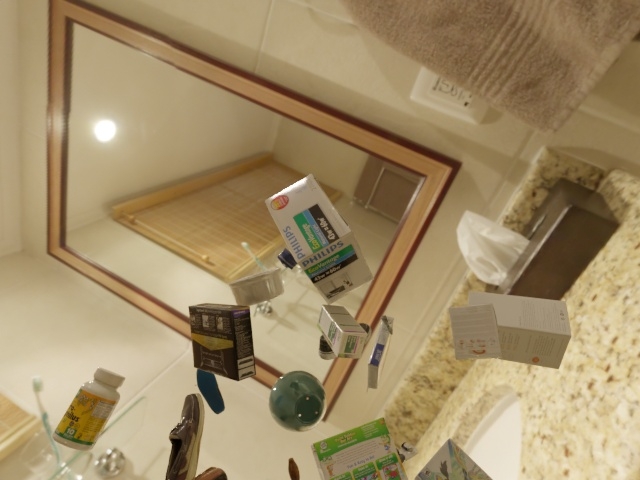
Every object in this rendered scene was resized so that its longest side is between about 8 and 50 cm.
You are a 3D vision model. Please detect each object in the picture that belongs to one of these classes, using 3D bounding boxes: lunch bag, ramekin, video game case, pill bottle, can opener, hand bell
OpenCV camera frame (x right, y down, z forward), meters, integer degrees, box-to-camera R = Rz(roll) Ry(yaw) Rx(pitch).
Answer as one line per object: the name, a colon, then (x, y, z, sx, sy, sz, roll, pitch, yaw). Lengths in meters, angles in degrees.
lunch bag: (-0.147, 0.089, 1.812, 0.065, 0.067, 0.098, -46, -42, 1)
ramekin: (-0.317, 0.239, 2.018, 0.277, 0.278, 0.135, -18, -88, -74)
video game case: (0.610, 1.060, 1.703, 0.300, 0.329, 0.036, -17, -44, -43)
pill bottle: (-0.672, 0.491, 1.177, 0.117, 0.118, 0.208, 92, -161, -66)
can opener: (0.358, 1.033, 1.880, 0.281, 0.074, 0.093, 3, -72, -43)
hand bell: (-0.079, 0.919, 1.461, 0.126, 0.126, 0.241, -15, -89, -75)

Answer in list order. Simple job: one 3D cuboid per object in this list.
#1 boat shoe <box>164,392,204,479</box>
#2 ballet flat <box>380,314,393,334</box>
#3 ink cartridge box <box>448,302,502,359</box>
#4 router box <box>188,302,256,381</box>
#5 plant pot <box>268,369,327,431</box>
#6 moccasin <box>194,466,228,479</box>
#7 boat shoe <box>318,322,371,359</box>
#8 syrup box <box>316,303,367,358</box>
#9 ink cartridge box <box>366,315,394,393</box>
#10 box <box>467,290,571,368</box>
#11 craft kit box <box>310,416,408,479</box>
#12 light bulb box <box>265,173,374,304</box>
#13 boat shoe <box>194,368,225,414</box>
boat shoe: (-0.444, 0.638, 1.295, 0.103, 0.093, 0.284, -37, 43, 38)
ballet flat: (0.358, 0.440, 2.098, 0.041, 0.114, 0.041, -19, -37, -15)
ink cartridge box: (0.512, 0.304, 1.323, 0.045, 0.146, 0.179, 43, -138, -57)
router box: (-0.365, 0.357, 1.452, 0.081, 0.309, 0.242, -5, -90, -45)
plant pot: (-0.088, 0.789, 1.921, 0.290, 0.290, 0.195, -59, 11, -18)
moccasin: (-0.622, 1.188, 1.854, 0.380, 0.147, 0.139, -25, -71, -45)
boat shoe: (0.127, 0.448, 1.881, 0.335, 0.121, 0.118, -18, -65, -44)
syrup box: (0.073, 0.322, 1.438, 0.237, 0.097, 0.093, -138, 58, -67)
ink cartridge box: (0.334, 0.646, 2.231, 0.329, 0.072, 0.324, 84, -155, -43)
box: (0.752, 0.346, 1.561, 0.168, 0.346, 0.214, -65, -28, -44)
craft kit box: (0.125, 0.699, 1.201, 0.250, 0.246, 0.061, -9, -29, -22)
light bulb box: (0.000, 0.000, 1.578, 0.226, 0.357, 0.361, -31, -38, -1)
boat shoe: (-0.549, 0.724, 1.946, 0.109, 0.257, 0.089, -16, 5, -22)
